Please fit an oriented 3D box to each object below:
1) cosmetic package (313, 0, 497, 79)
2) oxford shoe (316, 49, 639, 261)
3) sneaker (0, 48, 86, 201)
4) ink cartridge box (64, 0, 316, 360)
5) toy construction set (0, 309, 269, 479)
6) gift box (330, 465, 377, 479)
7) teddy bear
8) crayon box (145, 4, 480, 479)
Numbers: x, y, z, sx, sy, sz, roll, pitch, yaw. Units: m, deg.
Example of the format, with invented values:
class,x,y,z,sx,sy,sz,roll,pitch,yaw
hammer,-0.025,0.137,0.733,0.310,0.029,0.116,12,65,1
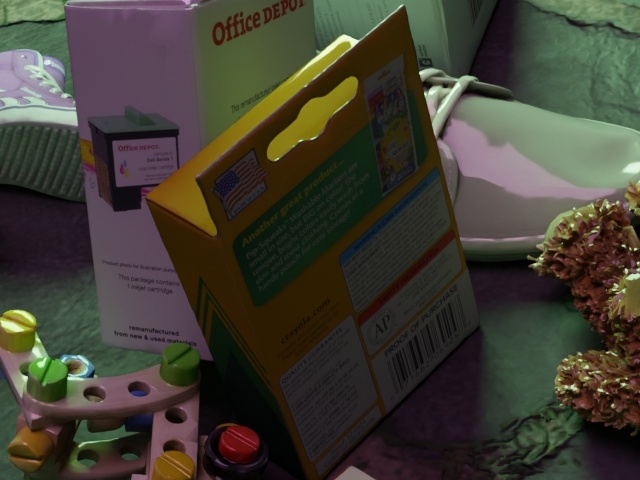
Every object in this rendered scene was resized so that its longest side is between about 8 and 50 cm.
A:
class,x,y,z,sx,sy,sz,roll,pitch,yaw
cosmetic package,-0.027,-0.268,1.540,0.385,0.156,0.217,5,49,21
oxford shoe,0.075,-0.089,1.345,0.449,0.130,0.169,12,48,26
sneaker,-0.263,-0.129,1.517,0.282,0.102,0.161,8,46,25
ink cartridge box,-0.090,-0.073,1.228,0.117,0.278,0.201,6,21,24
toy construction set,-0.149,0.199,1.101,0.215,0.151,0.327,8,52,-9
gift box,0.062,0.315,0.849,0.255,0.276,0.258,-41,33,-20
teddy bear,0.283,0.065,1.126,0.245,0.113,0.338,-38,44,-10
crayon box,0.000,0.000,1.131,0.083,0.323,0.203,28,59,38
